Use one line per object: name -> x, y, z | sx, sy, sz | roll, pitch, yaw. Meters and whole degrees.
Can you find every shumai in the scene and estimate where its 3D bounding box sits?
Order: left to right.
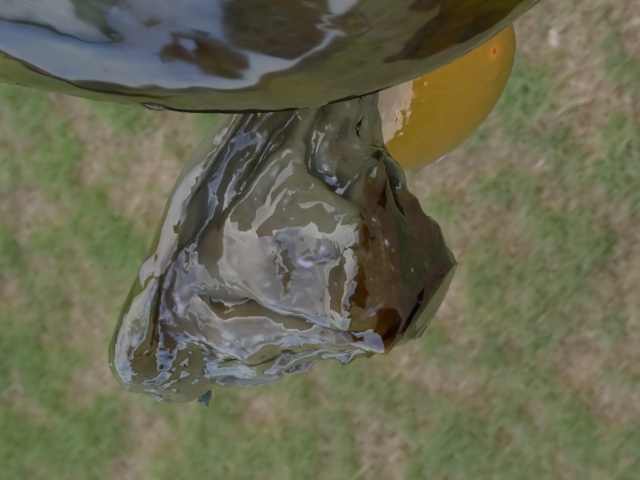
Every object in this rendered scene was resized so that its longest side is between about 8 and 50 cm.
shumai -> 0.000, 0.000, 0.710 | 0.120, 0.201, 0.201 | 29, 137, 7

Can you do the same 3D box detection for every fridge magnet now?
fridge magnet -> 0.072, -0.110, 1.087 | 0.063, 0.143, 0.143 | 49, 145, 35

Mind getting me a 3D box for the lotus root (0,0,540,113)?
lotus root -> -0.082, -0.160, 0.363 | 0.346, 0.250, 0.250 | 16, 136, -2
